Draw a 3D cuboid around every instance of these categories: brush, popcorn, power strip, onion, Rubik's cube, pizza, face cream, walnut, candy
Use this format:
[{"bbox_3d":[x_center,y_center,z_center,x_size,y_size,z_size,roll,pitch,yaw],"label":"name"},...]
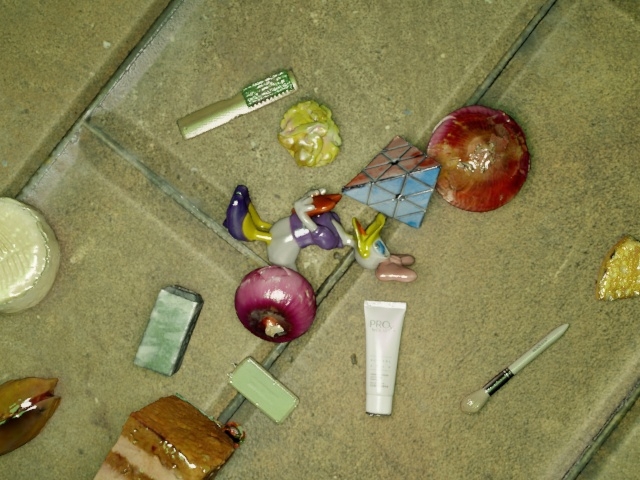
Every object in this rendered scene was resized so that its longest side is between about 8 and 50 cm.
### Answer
[{"bbox_3d":[-0.184,-0.301,1.454,0.283,0.048,0.054,-24,84,2],"label":"brush"},{"bbox_3d":[-0.023,-0.227,1.413,0.126,0.126,0.145,6,105,27],"label":"popcorn"},{"bbox_3d":[-0.130,0.322,1.435,0.169,0.028,0.076,41,90,1],"label":"power strip"},{"bbox_3d":[0.335,-0.179,1.374,0.230,0.163,0.229,-1,79,3],"label":"onion"},{"bbox_3d":[-0.095,0.136,1.373,0.177,0.177,0.153,23,67,2],"label":"onion"},{"bbox_3d":[0.195,-0.092,1.379,0.211,0.191,0.178,-44,122,-26],"label":"Rubik's cube"},{"bbox_3d":[0.422,0.277,1.421,0.299,0.039,0.042,-38,91,-3],"label":"brush"},{"bbox_3d":[0.656,0.068,1.417,0.099,0.036,0.160,27,89,3],"label":"pizza"},{"bbox_3d":[0.134,0.253,1.419,0.092,0.058,0.243,3,82,6],"label":"face cream"},{"bbox_3d":[-0.662,0.374,1.401,0.245,0.137,0.137,-38,87,0],"label":"walnut"},{"bbox_3d":[-0.244,0.388,1.435,0.185,0.049,0.055,33,58,11],"label":"candy"}]

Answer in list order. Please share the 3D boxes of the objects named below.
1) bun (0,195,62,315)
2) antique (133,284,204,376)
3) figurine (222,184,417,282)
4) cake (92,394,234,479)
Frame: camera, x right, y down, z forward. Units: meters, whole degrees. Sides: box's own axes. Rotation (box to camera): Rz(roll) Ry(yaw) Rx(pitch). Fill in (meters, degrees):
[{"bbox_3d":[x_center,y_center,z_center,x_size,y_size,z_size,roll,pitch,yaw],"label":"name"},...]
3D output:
[{"bbox_3d":[-0.674,0.037,1.402,0.260,0.152,0.259,1,78,-6],"label":"bun"},{"bbox_3d":[-0.322,0.189,1.416,0.086,0.088,0.182,20,89,1],"label":"antique"},{"bbox_3d":[-0.004,-0.005,1.382,0.421,0.154,0.193,5,108,6],"label":"figurine"},{"bbox_3d":[-0.339,0.491,1.341,0.199,0.196,0.293,35,97,9],"label":"cake"}]
